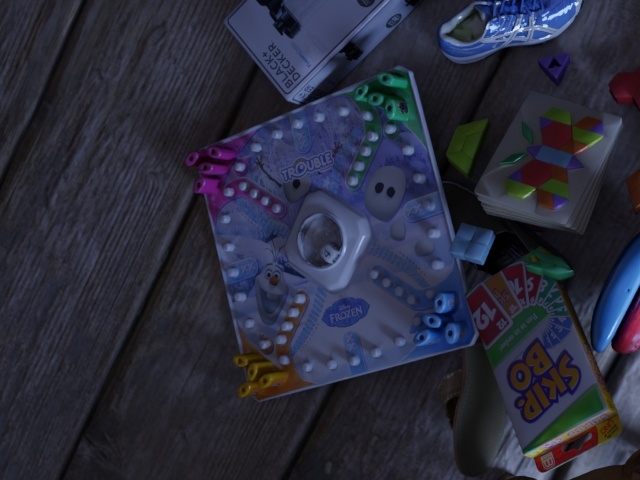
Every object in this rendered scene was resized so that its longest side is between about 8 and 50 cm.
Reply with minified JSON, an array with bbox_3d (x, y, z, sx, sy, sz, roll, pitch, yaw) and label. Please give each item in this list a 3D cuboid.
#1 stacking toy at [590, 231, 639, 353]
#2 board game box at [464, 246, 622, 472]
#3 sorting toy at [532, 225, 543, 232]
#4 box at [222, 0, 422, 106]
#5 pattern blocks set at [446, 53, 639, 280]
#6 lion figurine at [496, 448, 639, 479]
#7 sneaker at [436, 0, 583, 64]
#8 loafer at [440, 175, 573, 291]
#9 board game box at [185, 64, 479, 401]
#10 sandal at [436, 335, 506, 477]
[{"bbox_3d":[0.493,0.113,1.590,0.302,0.166,0.175,26,96,10],"label":"stacking toy"},{"bbox_3d":[0.272,0.146,1.598,0.124,0.039,0.259,-34,57,25],"label":"board game box"},{"bbox_3d":[0.293,-0.062,1.720,0.042,0.061,0.102,-13,110,10],"label":"sorting toy"},{"bbox_3d":[0.022,-0.345,1.832,0.290,0.087,0.169,-42,73,16],"label":"box"},{"bbox_3d":[0.299,-0.103,1.664,0.285,0.026,0.325,6,65,23],"label":"pattern blocks set"},{"bbox_3d":[0.336,0.316,1.586,0.392,0.240,0.142,-28,77,20],"label":"lion figurine"},{"bbox_3d":[0.253,-0.296,1.734,0.211,0.081,0.080,-24,77,19],"label":"sneaker"},{"bbox_3d":[0.224,-0.008,1.730,0.251,0.087,0.094,33,101,21],"label":"loafer"},{"bbox_3d":[0.000,0.000,1.806,0.390,0.050,0.390,-19,80,34],"label":"board game box"},{"bbox_3d":[0.197,0.197,1.755,0.079,0.088,0.240,-4,78,54],"label":"sandal"}]
